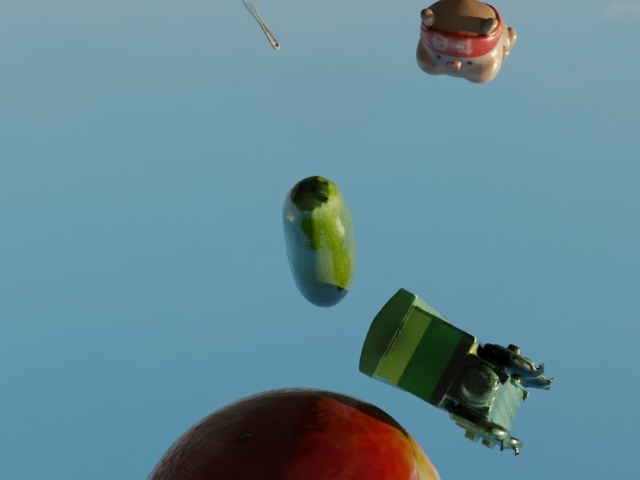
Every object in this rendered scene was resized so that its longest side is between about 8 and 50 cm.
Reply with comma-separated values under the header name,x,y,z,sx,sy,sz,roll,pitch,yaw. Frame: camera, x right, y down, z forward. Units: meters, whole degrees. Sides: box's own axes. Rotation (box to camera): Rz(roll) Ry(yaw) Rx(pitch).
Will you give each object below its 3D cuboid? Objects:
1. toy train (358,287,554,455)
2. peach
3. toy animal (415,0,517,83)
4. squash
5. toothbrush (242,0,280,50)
name,x,y,z,sx,sy,sz,roll,pitch,yaw
toy train,0.163,0.159,1.739,0.202,0.120,0.301,29,178,15
peach,-0.040,0.354,1.681,0.388,0.388,0.388,-7,-157,3
toy animal,0.260,-0.358,2.621,0.171,0.171,0.197,0,178,18
squash,0.000,-0.002,1.680,0.082,0.292,0.082,-1,-115,3
toothbrush,-0.109,-0.367,2.290,0.014,0.162,0.017,-33,179,-13
